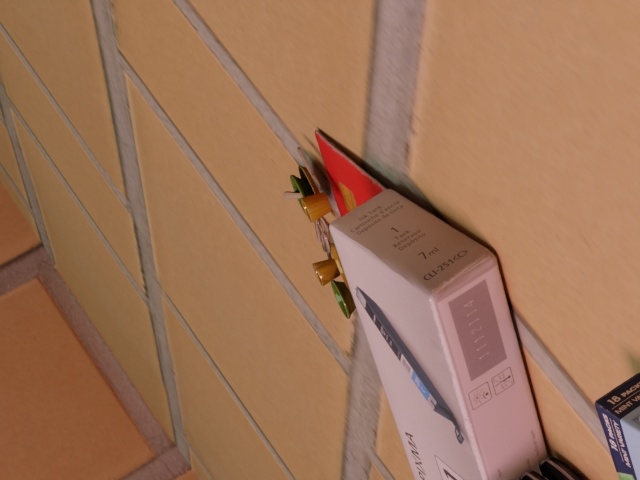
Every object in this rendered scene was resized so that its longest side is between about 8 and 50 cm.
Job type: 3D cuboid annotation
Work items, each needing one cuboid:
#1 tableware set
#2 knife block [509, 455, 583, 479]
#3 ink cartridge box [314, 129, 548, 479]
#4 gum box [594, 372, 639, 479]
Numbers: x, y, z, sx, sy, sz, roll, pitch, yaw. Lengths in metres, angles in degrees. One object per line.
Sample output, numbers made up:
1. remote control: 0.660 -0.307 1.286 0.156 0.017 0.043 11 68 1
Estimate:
1. tableware set: 0.000 0.000 1.345 0.154 0.024 0.104 79 166 -58
2. knife block: 0.232 0.268 1.097 0.275 0.242 0.088 2 138 16
3. ink cartridge box: 0.073 0.088 1.254 0.261 0.066 0.296 38 153 51
4. gum box: 0.249 0.181 0.928 0.184 0.041 0.157 32 148 57
